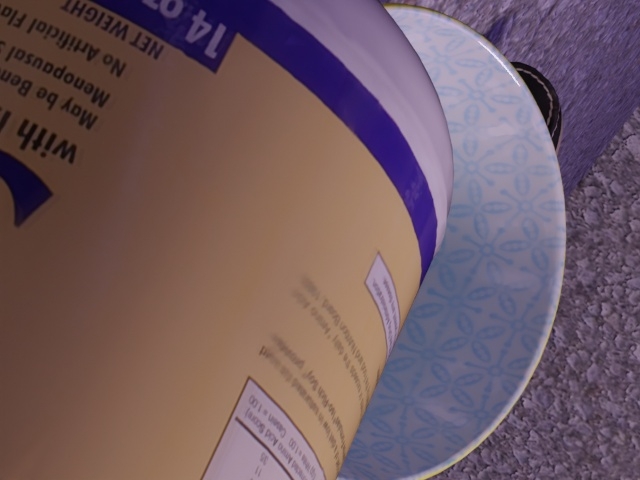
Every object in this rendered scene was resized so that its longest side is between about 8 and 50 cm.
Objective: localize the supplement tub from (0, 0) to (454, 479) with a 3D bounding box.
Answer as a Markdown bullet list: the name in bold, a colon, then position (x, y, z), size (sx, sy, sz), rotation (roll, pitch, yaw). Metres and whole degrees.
- **supplement tub**: position (-0.122, 0.066, 0.480), size (0.241, 0.241, 0.331), rotation (103, 10, -64)

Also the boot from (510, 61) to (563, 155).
- **boot**: position (0.079, -0.053, 1.312), size (0.377, 0.138, 0.284), rotation (-41, 165, -18)

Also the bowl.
- **bowl**: position (0.000, 0.000, 1.033), size (0.156, 0.289, 0.289), rotation (6, -138, 50)
